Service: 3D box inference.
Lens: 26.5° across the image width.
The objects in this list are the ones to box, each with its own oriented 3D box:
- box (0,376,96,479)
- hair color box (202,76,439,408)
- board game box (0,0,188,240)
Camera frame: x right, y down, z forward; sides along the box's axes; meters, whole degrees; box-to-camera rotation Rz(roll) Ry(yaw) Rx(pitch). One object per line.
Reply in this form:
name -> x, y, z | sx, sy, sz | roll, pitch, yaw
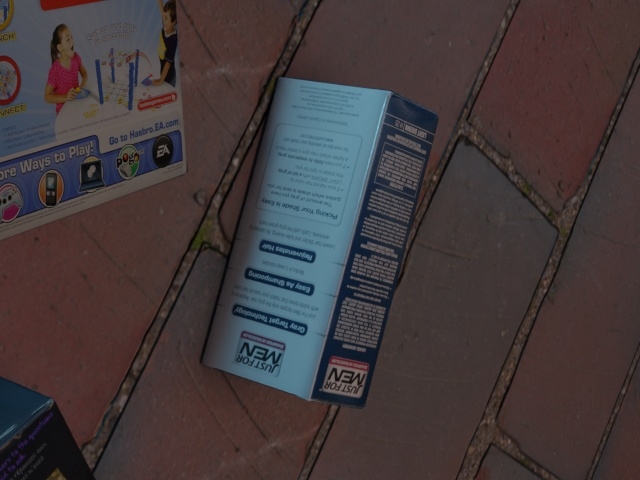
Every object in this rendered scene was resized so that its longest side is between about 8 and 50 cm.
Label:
box -> -0.299, 0.274, 1.298 | 0.143, 0.165, 0.270 | -41, 126, -33
hair color box -> 0.000, 0.000, 1.546 | 0.105, 0.173, 0.347 | 18, 86, -49
board game box -> -0.254, -0.178, 1.250 | 0.308, 0.086, 0.302 | -26, 118, -55
